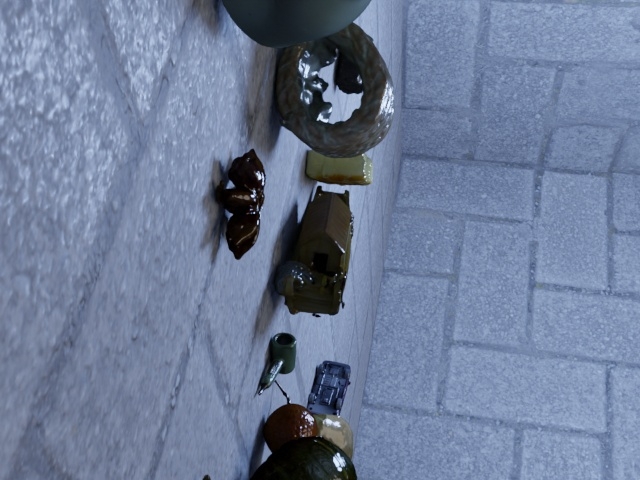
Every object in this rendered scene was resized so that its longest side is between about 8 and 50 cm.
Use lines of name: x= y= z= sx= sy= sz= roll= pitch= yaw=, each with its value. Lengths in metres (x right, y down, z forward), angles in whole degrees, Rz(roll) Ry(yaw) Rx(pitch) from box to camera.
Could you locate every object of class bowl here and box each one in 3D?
bowl: x=0.007 y=-0.384 z=1.151 sx=0.289 sy=0.146 sz=0.289 roll=-28 pitch=126 yaw=-48

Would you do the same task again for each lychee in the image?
lychee: x=-0.054 y=0.353 z=1.720 sx=0.140 sy=0.101 sz=0.115 roll=-57 pitch=142 yaw=-58

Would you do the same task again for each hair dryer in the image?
hair dryer: x=-0.084 y=0.240 z=1.672 sx=0.150 sy=0.047 sz=0.071 roll=-60 pitch=156 yaw=-55

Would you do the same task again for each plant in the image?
plant: x=0.084 y=-0.423 z=2.170 sx=0.094 sy=0.092 sz=0.143 roll=49 pitch=50 yaw=-48

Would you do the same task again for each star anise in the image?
star anise: x=-0.106 y=-0.053 z=1.279 sx=0.168 sy=0.057 sz=0.168 roll=6 pitch=90 yaw=-80

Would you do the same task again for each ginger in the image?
ginger: x=0.005 y=0.497 z=2.112 sx=0.138 sy=0.152 sz=0.267 roll=-122 pitch=-160 yaw=-52

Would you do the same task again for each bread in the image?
bread: x=0.046 y=-0.154 z=1.955 sx=0.188 sy=0.125 sz=0.068 roll=5 pitch=89 yaw=-82

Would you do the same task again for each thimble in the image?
thimble: x=0.028 y=-0.259 z=1.547 sx=0.148 sy=0.195 sz=0.229 roll=15 pitch=82 yaw=-80

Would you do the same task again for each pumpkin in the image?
pumpkin: x=-0.043 y=0.446 z=1.587 sx=0.238 sy=0.159 sz=0.238 roll=-47 pitch=161 yaw=-21

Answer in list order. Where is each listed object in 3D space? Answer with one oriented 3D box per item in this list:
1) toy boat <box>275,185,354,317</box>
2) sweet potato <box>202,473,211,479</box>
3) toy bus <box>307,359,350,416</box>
toy boat: x=0.000 y=0.000 z=1.812 sx=0.445 sy=0.135 sz=0.162 roll=-76 pitch=173 yaw=-64
sweet potato: x=-0.166 y=0.404 z=1.257 sx=0.041 sy=0.038 sz=0.153 roll=134 pitch=-34 yaw=-66
toy bus: x=0.021 y=0.394 z=2.296 sx=0.178 sy=0.086 sz=0.098 roll=-70 pitch=165 yaw=-48
